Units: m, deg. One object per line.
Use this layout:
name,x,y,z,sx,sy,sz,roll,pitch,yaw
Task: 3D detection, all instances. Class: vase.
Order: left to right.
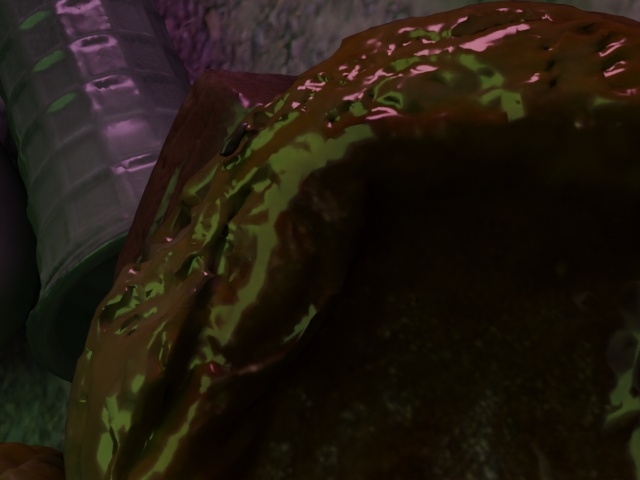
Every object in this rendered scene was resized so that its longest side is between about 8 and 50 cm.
vase,-0.122,-0.080,1.048,0.143,0.143,0.299,-44,51,27

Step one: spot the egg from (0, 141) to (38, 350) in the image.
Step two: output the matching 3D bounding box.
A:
egg,-0.265,-0.017,1.130,0.264,0.183,0.183,33,104,36

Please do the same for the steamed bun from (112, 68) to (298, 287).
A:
steamed bun,0.000,0.000,0.892,0.145,0.175,0.106,-67,25,16

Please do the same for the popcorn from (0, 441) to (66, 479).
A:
popcorn,-0.207,0.211,0.960,0.225,0.286,0.174,-15,110,25

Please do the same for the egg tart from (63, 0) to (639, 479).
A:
egg tart,0.078,0.082,0.771,0.352,0.150,0.352,0,90,6
